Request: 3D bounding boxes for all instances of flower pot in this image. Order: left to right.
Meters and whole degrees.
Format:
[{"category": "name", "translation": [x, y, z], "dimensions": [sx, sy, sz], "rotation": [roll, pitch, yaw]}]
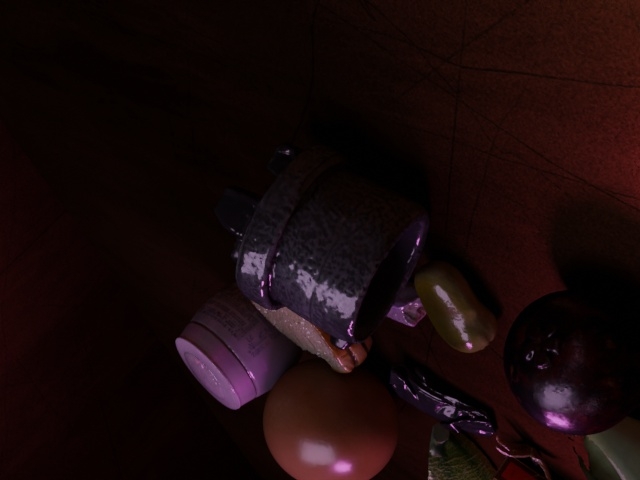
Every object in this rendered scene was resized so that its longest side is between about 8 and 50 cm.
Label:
[{"category": "flower pot", "translation": [0.000, 0.000, 1.394], "dimensions": [0.282, 0.299, 0.299], "rotation": [28, 153, 17]}]

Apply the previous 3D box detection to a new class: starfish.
[{"category": "starfish", "translation": [0.414, 0.426, 1.705], "dimensions": [0.130, 0.041, 0.133], "rotation": [31, -179, 43]}]

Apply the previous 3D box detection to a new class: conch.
[{"category": "conch", "translation": [0.469, 0.348, 1.344], "dimensions": [0.250, 0.137, 0.143], "rotation": [17, 146, 49]}]

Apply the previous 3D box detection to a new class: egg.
[{"category": "egg", "translation": [0.024, 0.422, 2.018], "dimensions": [0.301, 0.301, 0.374], "rotation": [50, 167, -12]}]

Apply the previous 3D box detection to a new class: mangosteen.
[{"category": "mangosteen", "translation": [0.350, 0.166, 1.180], "dimensions": [0.210, 0.210, 0.210], "rotation": [37, 156, 19]}]

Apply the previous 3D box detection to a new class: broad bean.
[{"category": "broad bean", "translation": [0.224, 0.109, 1.444], "dimensions": [0.174, 0.082, 0.124], "rotation": [57, 156, -4]}]

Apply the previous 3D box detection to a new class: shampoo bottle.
[{"category": "shampoo bottle", "translation": [-0.195, 0.254, 2.152], "dimensions": [0.273, 0.266, 0.273], "rotation": [39, 156, 22]}]

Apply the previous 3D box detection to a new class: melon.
[{"category": "melon", "translation": [0.313, 0.552, 1.963], "dimensions": [0.124, 0.196, 0.323], "rotation": [-119, 5, -54]}]

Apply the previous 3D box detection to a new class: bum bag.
[{"category": "bum bag", "translation": [0.250, 0.341, 1.813], "dimensions": [0.248, 0.060, 0.123], "rotation": [30, 152, 31]}]

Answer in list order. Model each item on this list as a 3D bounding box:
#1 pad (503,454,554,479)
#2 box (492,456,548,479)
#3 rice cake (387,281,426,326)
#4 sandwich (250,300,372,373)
[{"category": "pad", "translation": [0.506, 0.582, 1.861], "dimensions": [0.202, 0.005, 0.300], "rotation": [22, 148, 44]}, {"category": "box", "translation": [0.464, 0.545, 1.757], "dimensions": [0.239, 0.074, 0.153], "rotation": [31, 164, 26]}, {"category": "rice cake", "translation": [0.060, 0.078, 1.672], "dimensions": [0.399, 0.070, 0.064], "rotation": [20, 151, 47]}, {"category": "sandwich", "translation": [-0.028, 0.180, 1.959], "dimensions": [0.254, 0.099, 0.288], "rotation": [52, 156, -16]}]
